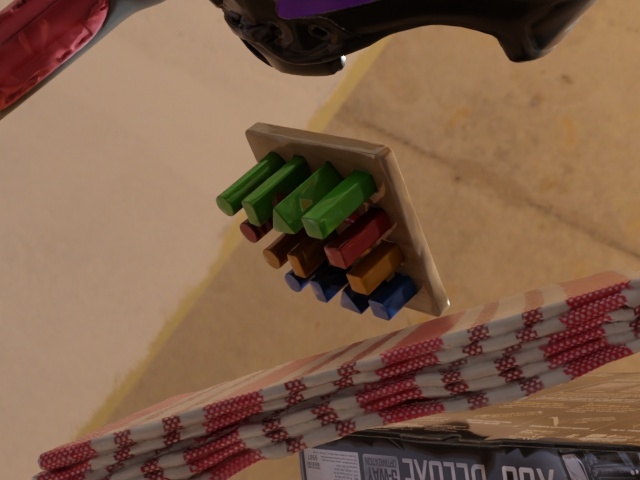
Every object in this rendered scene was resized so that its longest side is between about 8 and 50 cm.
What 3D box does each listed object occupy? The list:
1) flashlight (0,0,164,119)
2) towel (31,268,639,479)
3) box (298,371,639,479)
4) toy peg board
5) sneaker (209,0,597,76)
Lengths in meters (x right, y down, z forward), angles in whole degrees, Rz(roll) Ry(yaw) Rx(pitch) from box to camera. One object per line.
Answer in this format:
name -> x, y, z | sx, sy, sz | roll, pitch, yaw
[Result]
flashlight -> -0.173, -0.145, 0.764 | 0.304, 0.103, 0.103 | -39, -138, -5
towel -> 0.018, 0.048, 0.392 | 0.197, 0.144, 0.029 | -18, -92, 10
box -> 0.171, 0.139, 0.778 | 0.242, 0.307, 0.077 | -7, -91, -39
toy peg board -> 0.000, 0.000, 0.965 | 0.161, 0.161, 0.079 | 16, -132, 46
sneaker -> -0.031, -0.128, 0.430 | 0.293, 0.146, 0.102 | 14, -132, 5
